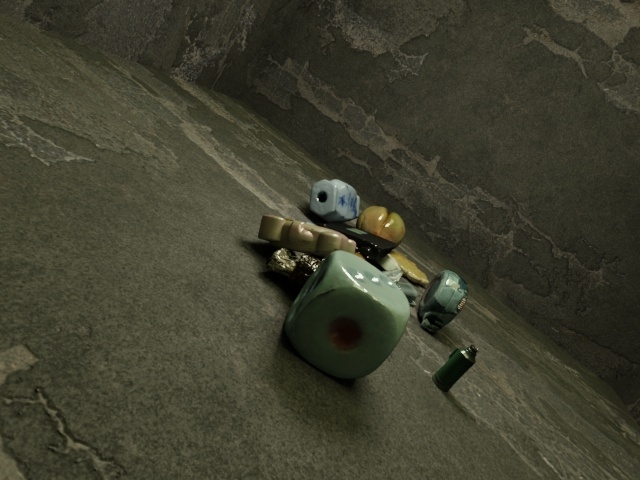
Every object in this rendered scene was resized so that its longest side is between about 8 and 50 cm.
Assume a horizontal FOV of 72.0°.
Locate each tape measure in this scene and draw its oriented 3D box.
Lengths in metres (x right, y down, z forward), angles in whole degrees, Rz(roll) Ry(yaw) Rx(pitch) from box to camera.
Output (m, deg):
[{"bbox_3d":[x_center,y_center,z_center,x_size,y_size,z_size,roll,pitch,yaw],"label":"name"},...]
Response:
[{"bbox_3d":[0.560,0.275,2.021,0.147,0.274,0.256,32,13,1],"label":"tape measure"}]

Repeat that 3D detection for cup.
[{"bbox_3d":[0.373,0.253,2.004,0.130,0.095,0.128,15,29,-43],"label":"cup"}]

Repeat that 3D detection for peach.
[{"bbox_3d":[0.343,-0.063,2.537,0.293,0.247,0.292,18,46,-20],"label":"peach"}]

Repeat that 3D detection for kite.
[{"bbox_3d":[0.288,0.191,1.951,0.310,0.170,0.015,-69,147,-70],"label":"kite"}]

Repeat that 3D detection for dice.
[{"bbox_3d":[0.075,0.207,1.258,0.268,0.264,0.262,33,17,-5],"label":"dice"}]

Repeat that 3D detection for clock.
[{"bbox_3d":[-0.043,-0.005,1.617,0.310,0.114,0.284,11,-4,24],"label":"clock"}]

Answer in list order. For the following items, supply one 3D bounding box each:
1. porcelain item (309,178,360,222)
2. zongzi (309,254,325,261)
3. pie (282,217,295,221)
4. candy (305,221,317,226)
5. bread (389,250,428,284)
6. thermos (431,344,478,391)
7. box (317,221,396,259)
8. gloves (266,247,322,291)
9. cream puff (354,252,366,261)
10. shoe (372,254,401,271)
[{"bbox_3d":[0.087,-0.210,2.432,0.179,0.242,0.405,5,-1,23],"label":"porcelain item"},{"bbox_3d":[-0.063,0.088,1.712,0.131,0.062,0.154,22,23,36],"label":"zongzi"},{"bbox_3d":[-0.124,-0.049,1.875,0.194,0.078,0.163,21,17,-33],"label":"pie"},{"bbox_3d":[0.000,0.000,1.966,0.174,0.071,0.138,49,-1,40],"label":"candy"},{"bbox_3d":[0.500,0.158,2.565,0.316,0.054,0.316,34,16,-11],"label":"bread"},{"bbox_3d":[0.481,0.440,1.546,0.073,0.187,0.083,41,19,12],"label":"thermos"},{"bbox_3d":[0.181,-0.006,2.202,0.360,0.090,0.350,24,12,19],"label":"box"},{"bbox_3d":[-0.016,0.128,1.475,0.313,0.135,0.210,17,-26,21],"label":"gloves"},{"bbox_3d":[0.143,0.119,1.884,0.144,0.103,0.126,41,32,-45],"label":"cream puff"},{"bbox_3d":[0.344,0.114,2.347,0.110,0.095,0.265,47,4,-35],"label":"shoe"}]
